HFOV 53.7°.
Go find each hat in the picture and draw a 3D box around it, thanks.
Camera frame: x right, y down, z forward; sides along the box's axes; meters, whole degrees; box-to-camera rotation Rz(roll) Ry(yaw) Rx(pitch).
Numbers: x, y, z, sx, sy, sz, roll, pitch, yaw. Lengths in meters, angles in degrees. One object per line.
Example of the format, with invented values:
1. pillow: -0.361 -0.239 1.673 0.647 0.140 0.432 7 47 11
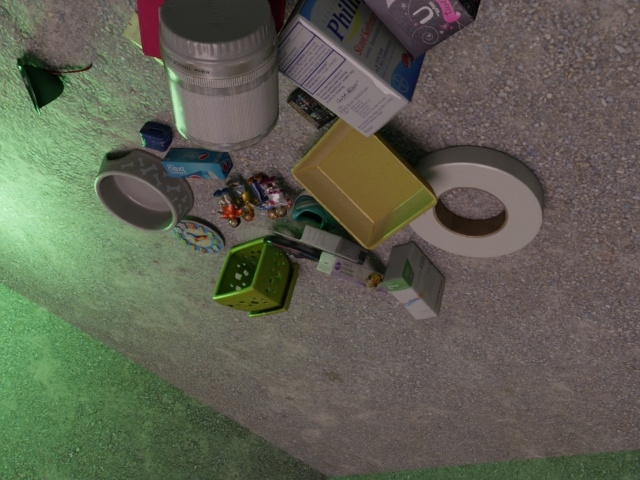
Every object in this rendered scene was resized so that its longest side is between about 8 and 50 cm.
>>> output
1. hat: -0.796 -0.485 1.925 0.208 0.183 0.173 50 153 37

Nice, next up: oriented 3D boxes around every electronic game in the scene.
1. electronic game: -0.085 0.035 2.143 0.229 0.048 0.229 19 175 2

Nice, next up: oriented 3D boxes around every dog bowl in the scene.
1. dog bowl: -0.618 -0.160 2.188 0.348 0.102 0.349 13 144 10

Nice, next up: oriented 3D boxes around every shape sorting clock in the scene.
1. shape sorting clock: -0.457 -0.010 2.350 0.206 0.040 0.206 14 143 11

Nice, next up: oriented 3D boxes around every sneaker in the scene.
1. sneaker: 0.044 -0.068 1.967 0.275 0.110 0.107 14 143 9

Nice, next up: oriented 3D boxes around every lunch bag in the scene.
1. lunch bag: -0.504 -0.323 1.949 0.098 0.067 0.065 14 144 8

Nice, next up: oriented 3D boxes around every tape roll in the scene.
1. tape roll: 0.421 -0.099 1.773 0.391 0.072 0.392 14 144 11

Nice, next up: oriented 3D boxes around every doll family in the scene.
1. doll family: -0.204 -0.129 2.031 0.262 0.118 0.163 -11 124 19

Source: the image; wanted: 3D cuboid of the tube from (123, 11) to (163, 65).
1. tube: -0.412 -0.502 1.690 0.240 0.062 0.070 37 98 -13

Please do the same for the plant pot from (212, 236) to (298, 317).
1. plant pot: -0.220 0.149 2.290 0.227 0.228 0.207 -17 137 40

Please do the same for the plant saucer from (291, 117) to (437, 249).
1. plant saucer: 0.125 -0.169 1.747 0.333 0.081 0.332 45 140 -5

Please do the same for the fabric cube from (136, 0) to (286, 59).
1. fabric cube: -0.225 -0.540 1.374 0.258 0.259 0.254 16 143 4

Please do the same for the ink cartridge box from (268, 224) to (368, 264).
1. ink cartridge box: 0.000 0.000 2.012 0.238 0.060 0.275 21 179 23

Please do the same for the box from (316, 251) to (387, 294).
1. box: 0.117 0.111 2.077 0.067 0.063 0.324 17 177 43

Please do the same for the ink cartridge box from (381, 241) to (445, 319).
1. ink cartridge box: 0.307 0.134 2.056 0.093 0.154 0.212 -18 129 41

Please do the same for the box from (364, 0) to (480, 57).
1. box: 0.189 -0.527 1.278 0.247 0.142 0.163 40 140 -25

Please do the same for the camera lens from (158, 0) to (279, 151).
1. camera lens: -0.191 -0.328 1.230 0.219 0.219 0.274 15 144 8

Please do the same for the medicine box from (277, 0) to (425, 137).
1. medicine box: 0.068 -0.422 1.369 0.289 0.264 0.149 34 142 -18

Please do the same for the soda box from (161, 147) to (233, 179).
1. soda box: -0.388 -0.242 1.996 0.210 0.067 0.071 5 141 22

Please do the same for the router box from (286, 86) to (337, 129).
1. router box: -0.015 -0.362 1.680 0.122 0.038 0.092 39 140 -23
